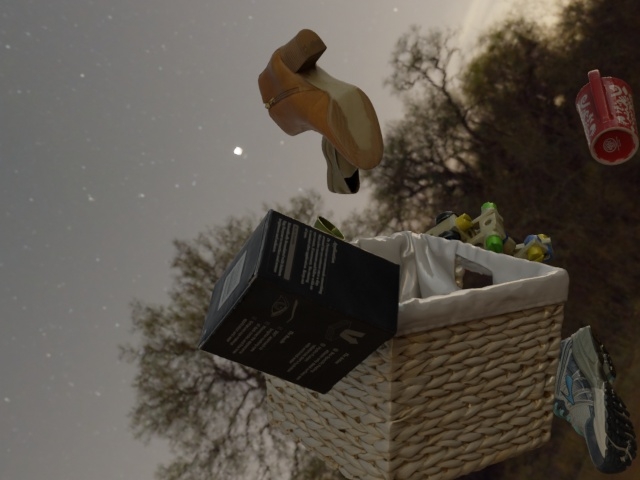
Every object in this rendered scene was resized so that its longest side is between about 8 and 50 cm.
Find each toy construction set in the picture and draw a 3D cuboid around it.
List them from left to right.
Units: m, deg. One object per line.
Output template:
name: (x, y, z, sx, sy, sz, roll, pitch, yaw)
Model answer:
toy construction set: (0.271, 0.058, 1.472, 0.327, 0.215, 0.151, -44, 28, 19)

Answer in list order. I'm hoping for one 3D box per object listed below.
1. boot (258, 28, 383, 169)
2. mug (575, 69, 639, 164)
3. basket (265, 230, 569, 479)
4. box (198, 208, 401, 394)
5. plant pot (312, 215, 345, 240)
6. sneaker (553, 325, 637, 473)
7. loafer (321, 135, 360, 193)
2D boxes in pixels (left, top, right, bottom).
boot: (-0.006, -0.236, 1.443, 0.104, 0.295, 0.211, -27, -4, -29)
mug: (0.568, -0.247, 1.527, 0.113, 0.150, 0.169, -45, 22, 39)
basket: (0.123, 0.152, 1.083, 0.331, 0.328, 0.267, -9, -75, -33)
box: (-0.023, 0.070, 0.798, 0.156, 0.158, 0.093, -49, 24, 45)
plant pot: (0.000, 0.000, 1.715, 0.079, 0.083, 0.083, -49, -11, 12)
sneaker: (0.444, 0.280, 1.282, 0.122, 0.110, 0.283, -31, 27, 27)
loafer: (0.068, -0.228, 2.059, 0.102, 0.092, 0.269, -55, -26, -31)
